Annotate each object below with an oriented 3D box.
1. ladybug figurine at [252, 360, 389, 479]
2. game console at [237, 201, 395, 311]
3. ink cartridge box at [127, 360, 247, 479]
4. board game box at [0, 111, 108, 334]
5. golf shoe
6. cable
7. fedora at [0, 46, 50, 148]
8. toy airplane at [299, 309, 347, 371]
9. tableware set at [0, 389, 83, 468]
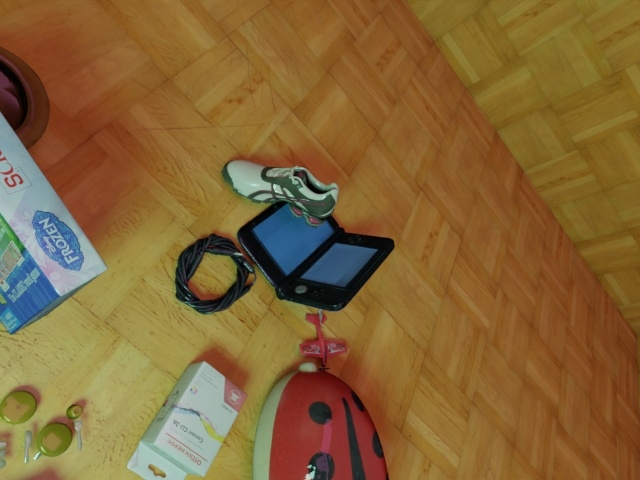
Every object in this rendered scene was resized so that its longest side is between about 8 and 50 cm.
[{"bbox_3d":[0.020,0.469,0.933,0.305,0.162,0.449,-3,75,-43],"label":"ladybug figurine"},{"bbox_3d":[0.000,0.000,1.103,0.293,0.250,0.173,-43,131,-43],"label":"game console"},{"bbox_3d":[-0.230,0.331,0.825,0.115,0.067,0.198,45,49,-21],"label":"ink cartridge box"},{"bbox_3d":[-0.441,-0.043,0.607,0.066,0.318,0.318,-39,100,-44],"label":"board game box"},{"bbox_3d":[-0.087,-0.136,1.075,0.273,0.120,0.105,22,49,-10],"label":"golf shoe"},{"bbox_3d":[-0.219,0.067,0.954,0.184,0.047,0.150,-34,97,-44],"label":"cable"},{"bbox_3d":[-0.544,-0.222,0.750,0.194,0.079,0.194,13,71,-42],"label":"fedora"},{"bbox_3d":[-0.002,0.231,1.101,0.151,0.028,0.151,19,61,-38],"label":"toy airplane"},{"bbox_3d":[-0.436,0.275,0.694,0.154,0.024,0.104,4,68,-40],"label":"tableware set"}]
